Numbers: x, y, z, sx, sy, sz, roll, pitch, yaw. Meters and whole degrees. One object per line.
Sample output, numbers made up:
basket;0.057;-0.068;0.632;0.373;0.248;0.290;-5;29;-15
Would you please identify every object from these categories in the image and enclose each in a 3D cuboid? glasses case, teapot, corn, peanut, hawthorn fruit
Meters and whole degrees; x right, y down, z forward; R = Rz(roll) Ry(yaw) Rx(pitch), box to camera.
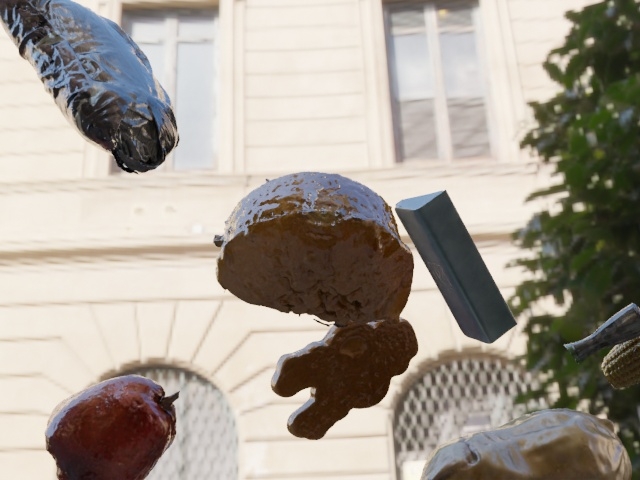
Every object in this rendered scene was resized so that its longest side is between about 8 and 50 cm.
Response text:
glasses case;0.214;0.049;1.727;0.105;0.056;0.266;-12;-66;47
teapot;0.378;0.127;1.396;0.111;0.043;0.043;-33;-39;19
corn;0.524;0.138;1.593;0.231;0.080;0.080;-43;-45;22
peanut;0.264;0.309;1.366;0.340;0.158;0.174;-11;-6;-25
hawthorn fruit;-0.285;0.271;1.444;0.179;0.173;0.173;-18;-20;-30

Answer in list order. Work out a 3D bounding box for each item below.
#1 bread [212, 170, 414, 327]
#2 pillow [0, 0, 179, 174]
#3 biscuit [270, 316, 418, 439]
bread;0.000;0.000;1.198;0.229;0.143;0.139;10;-51;-15
pillow;-0.261;-0.187;1.194;0.161;0.335;0.092;12;-58;-49
biscuit;0.039;0.189;1.547;0.236;0.040;0.144;-28;-65;-22
